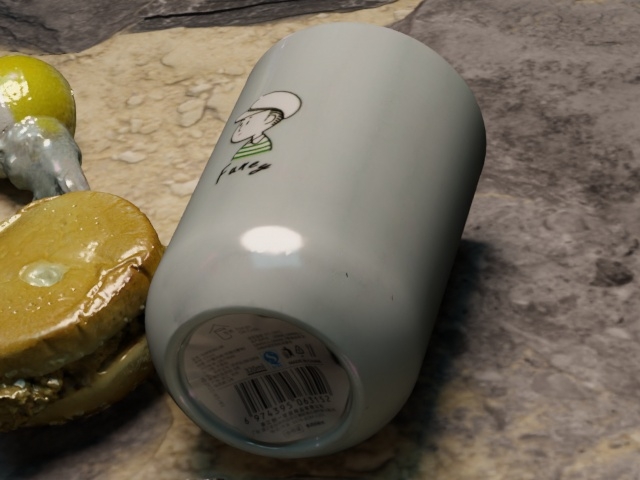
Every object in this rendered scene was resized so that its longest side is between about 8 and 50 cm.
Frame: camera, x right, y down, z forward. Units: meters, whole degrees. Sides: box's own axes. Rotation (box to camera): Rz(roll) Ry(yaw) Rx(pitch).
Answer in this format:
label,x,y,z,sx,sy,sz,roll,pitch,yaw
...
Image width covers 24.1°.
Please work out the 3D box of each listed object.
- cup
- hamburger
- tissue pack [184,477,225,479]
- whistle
label,x,y,z,sx,sy,sz,roll,pitch,yaw
cup,0.000,0.000,1.109,0.205,0.205,0.312,3,38,15
hamburger,-0.203,0.061,1.139,0.189,0.122,0.215,10,43,33
tissue pack,-0.139,0.305,0.724,0.210,0.198,0.370,-8,35,9
whistle,-0.270,-0.087,1.367,0.123,0.123,0.223,-22,53,-18
